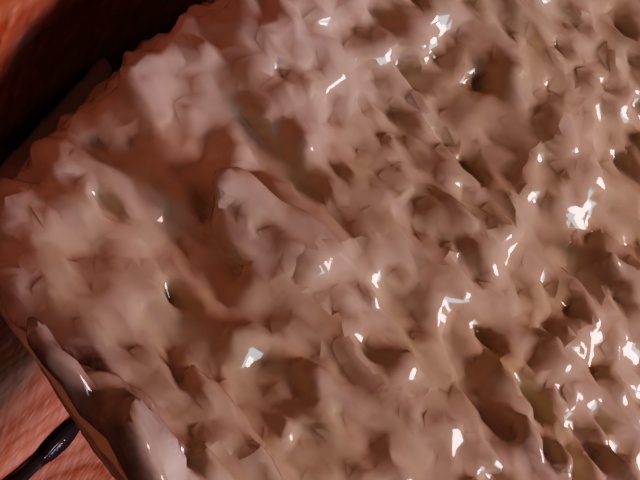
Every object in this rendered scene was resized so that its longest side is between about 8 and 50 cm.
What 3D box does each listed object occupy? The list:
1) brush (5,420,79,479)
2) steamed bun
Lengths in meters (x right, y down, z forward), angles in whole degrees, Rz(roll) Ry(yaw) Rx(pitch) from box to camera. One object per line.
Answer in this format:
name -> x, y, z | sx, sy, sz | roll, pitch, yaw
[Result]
brush -> -0.143, 0.112, 0.838 | 0.024, 0.008, 0.083 | -57, 172, 33
steamed bun -> 0.050, 0.030, 0.587 | 0.272, 0.290, 0.273 | -32, -174, -12
